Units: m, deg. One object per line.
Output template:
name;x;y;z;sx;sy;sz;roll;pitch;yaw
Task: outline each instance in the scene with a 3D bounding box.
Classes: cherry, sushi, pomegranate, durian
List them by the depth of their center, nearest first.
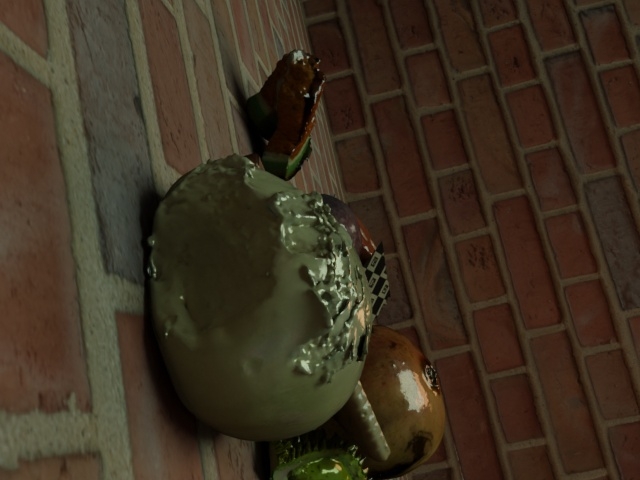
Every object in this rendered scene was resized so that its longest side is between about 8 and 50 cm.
durian;-0.017;0.407;1.152;0.169;0.158;0.351;-49;133;-38
pomegranate;0.101;0.319;1.403;0.322;0.322;0.321;-14;90;-83
cherry;0.000;0.000;1.628;0.213;0.184;0.266;67;24;-6
sushi;0.073;0.171;1.816;0.290;0.050;0.264;-51;149;-24

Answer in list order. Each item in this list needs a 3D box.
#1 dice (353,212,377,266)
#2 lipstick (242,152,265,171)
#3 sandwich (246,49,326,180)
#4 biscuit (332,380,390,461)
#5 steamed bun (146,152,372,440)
dice;0.058;0.036;1.893;0.179;0.174;0.174;53;12;-51
lipstick;-0.121;-0.102;1.421;0.045;0.045;0.145;-99;170;-49
sandwich;-0.086;-0.290;1.600;0.250;0.162;0.301;-68;176;-57
biscuit;-0.011;0.207;1.146;0.325;0.044;0.217;34;-29;55
steamed bun;-0.052;0.073;0.884;0.312;0.233;0.333;57;22;-66
